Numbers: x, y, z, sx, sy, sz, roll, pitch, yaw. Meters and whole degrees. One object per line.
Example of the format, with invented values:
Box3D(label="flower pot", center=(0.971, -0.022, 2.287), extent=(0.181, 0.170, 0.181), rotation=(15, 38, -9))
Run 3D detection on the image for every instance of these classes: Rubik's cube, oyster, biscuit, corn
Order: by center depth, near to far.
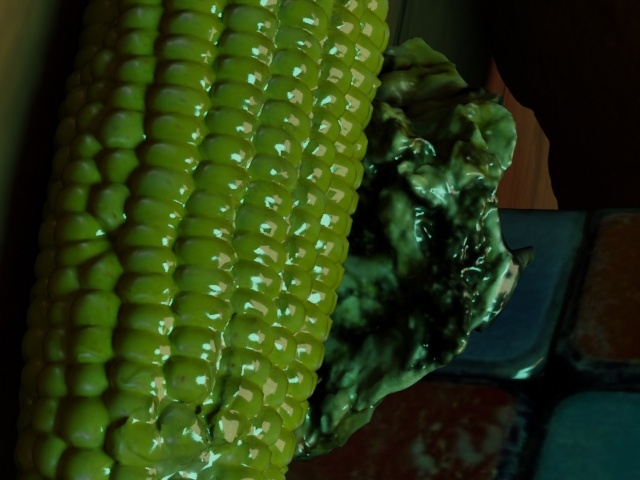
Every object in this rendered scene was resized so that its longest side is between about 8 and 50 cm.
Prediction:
Box3D(label="corn", center=(-0.047, -0.014, 0.702), extent=(0.130, 0.130, 0.347), rotation=(53, 41, -59))
Box3D(label="oyster", center=(0.000, 0.000, 0.817), extent=(0.083, 0.214, 0.223), rotation=(39, 15, -29))
Box3D(label="Rubik's cube", center=(0.138, 0.188, 0.954), extent=(0.318, 0.313, 0.316), rotation=(-65, 150, -47))
Box3D(label="biscuit", center=(0.227, -0.054, 1.165), extent=(0.350, 0.078, 0.455), rotation=(107, -37, -79))
